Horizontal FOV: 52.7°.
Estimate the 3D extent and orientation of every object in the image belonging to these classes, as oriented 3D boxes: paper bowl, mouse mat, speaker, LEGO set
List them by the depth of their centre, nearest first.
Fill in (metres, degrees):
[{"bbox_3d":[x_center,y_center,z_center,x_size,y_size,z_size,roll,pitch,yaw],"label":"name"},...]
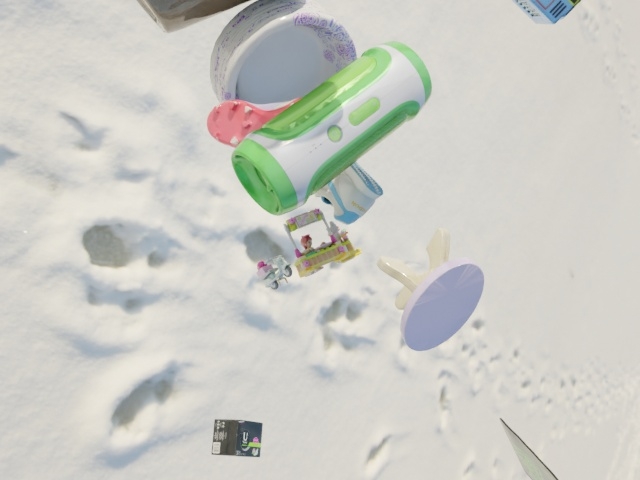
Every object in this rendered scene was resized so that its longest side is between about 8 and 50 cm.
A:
[{"bbox_3d":[0.020,-0.163,0.921,0.296,0.131,0.131,-39,134,-19],"label":"speaker"},{"bbox_3d":[0.350,0.375,1.005,0.007,0.189,0.152,-32,118,-4],"label":"mouse mat"},{"bbox_3d":[0.000,0.000,1.246,0.287,0.132,0.107,-18,81,-53],"label":"LEGO set"},{"bbox_3d":[-0.082,-0.348,1.285,0.284,0.148,0.284,-21,142,-18],"label":"paper bowl"}]

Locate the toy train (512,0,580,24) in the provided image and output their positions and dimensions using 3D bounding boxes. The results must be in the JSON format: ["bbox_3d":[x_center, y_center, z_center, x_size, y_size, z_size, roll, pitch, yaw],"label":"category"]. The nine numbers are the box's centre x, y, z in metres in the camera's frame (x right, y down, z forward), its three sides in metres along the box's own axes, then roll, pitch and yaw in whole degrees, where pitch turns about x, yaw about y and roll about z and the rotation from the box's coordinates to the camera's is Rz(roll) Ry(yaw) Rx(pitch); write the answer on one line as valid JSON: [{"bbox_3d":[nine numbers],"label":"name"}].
[{"bbox_3d":[0.231,-0.288,0.581,0.184,0.105,0.080,-47,-167,15],"label":"toy train"}]

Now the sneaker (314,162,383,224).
[{"bbox_3d":[0.020,-0.120,1.164,0.087,0.228,0.092,28,110,-40],"label":"sneaker"}]

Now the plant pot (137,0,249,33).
[{"bbox_3d":[-0.222,-0.526,1.144,0.280,0.323,0.323,-40,140,-4],"label":"plant pot"}]

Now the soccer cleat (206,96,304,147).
[{"bbox_3d":[-0.078,-0.197,1.082,0.095,0.248,0.083,-4,94,-60],"label":"soccer cleat"}]

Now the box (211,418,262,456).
[{"bbox_3d":[-0.146,0.349,1.137,0.083,0.052,0.062,34,54,-58],"label":"box"}]

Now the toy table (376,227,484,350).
[{"bbox_3d":[0.270,0.117,1.591,0.252,0.161,0.274,22,116,-32],"label":"toy table"}]
